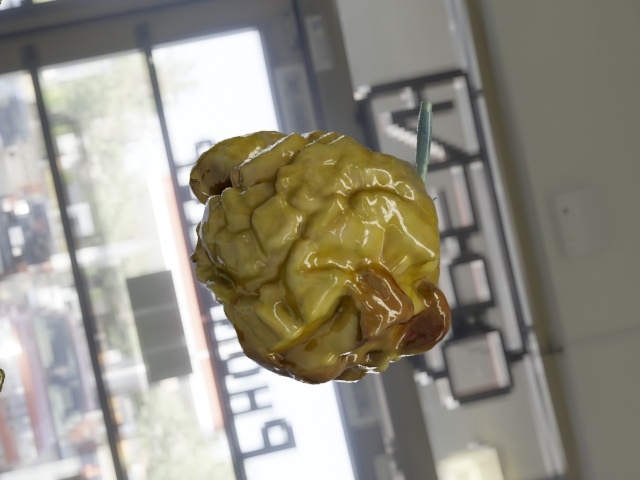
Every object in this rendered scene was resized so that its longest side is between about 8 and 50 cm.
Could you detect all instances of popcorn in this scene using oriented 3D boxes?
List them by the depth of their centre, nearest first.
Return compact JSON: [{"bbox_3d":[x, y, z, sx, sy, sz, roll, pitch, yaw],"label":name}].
[{"bbox_3d":[0.000,0.000,1.526,0.265,0.225,0.332,34,9,-41],"label":"popcorn"}]

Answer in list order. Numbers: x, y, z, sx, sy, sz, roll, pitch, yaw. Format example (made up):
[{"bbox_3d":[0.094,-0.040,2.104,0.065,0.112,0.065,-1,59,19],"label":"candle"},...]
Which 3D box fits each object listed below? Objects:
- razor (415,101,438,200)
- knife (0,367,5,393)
[{"bbox_3d":[0.134,-0.116,2.126,0.068,0.040,0.135,163,-69,-82],"label":"razor"},{"bbox_3d":[-0.400,0.305,1.767,0.061,0.027,0.343,11,-98,46],"label":"knife"}]
